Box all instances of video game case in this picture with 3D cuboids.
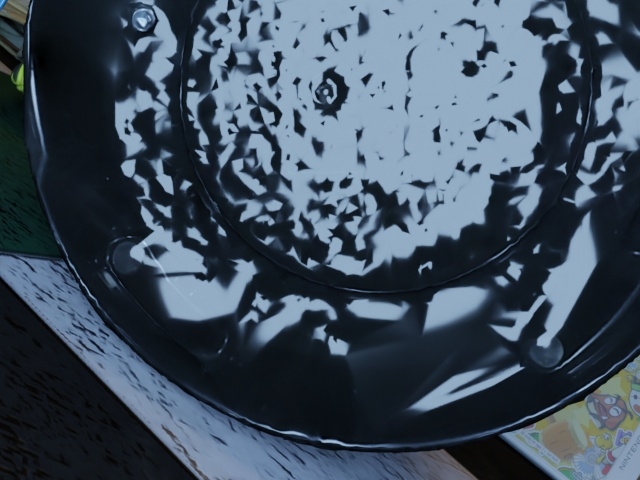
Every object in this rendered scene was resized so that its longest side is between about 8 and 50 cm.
[{"bbox_3d":[0.296,0.168,0.847,0.227,0.206,0.026,38,-16,8],"label":"video game case"}]

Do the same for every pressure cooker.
[{"bbox_3d":[0.046,-0.088,0.519,0.370,0.375,0.420,34,7,-1],"label":"pressure cooker"}]

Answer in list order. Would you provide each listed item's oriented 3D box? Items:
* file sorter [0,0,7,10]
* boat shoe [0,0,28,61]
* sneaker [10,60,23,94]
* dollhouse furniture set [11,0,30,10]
[{"bbox_3d":[-0.306,-0.186,0.457,0.170,0.118,0.104,37,2,1],"label":"file sorter"},{"bbox_3d":[-0.342,-0.232,0.881,0.190,0.068,0.072,28,19,-2],"label":"boat shoe"},{"bbox_3d":[-0.222,-0.136,0.734,0.123,0.109,0.295,55,3,-13],"label":"sneaker"},{"bbox_3d":[-0.470,-0.360,1.060,0.286,0.198,0.303,16,39,0],"label":"dollhouse furniture set"}]
